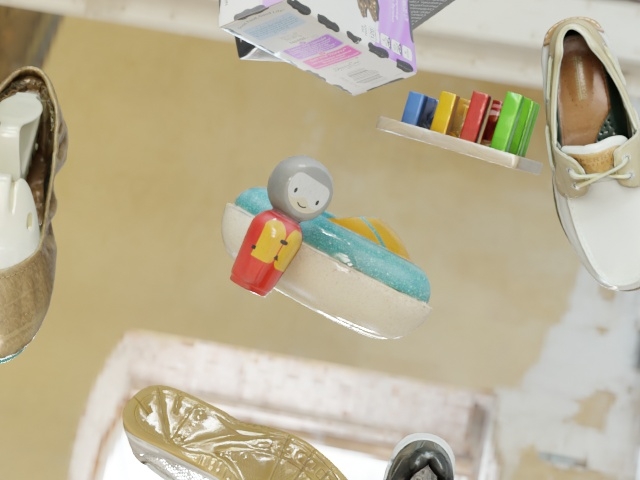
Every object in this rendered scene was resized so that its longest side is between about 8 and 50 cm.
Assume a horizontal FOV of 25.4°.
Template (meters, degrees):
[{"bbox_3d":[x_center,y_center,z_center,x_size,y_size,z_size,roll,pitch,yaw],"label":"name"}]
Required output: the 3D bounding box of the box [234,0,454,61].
[{"bbox_3d":[0.053,-0.427,1.734,0.395,0.212,0.293,-30,68,53],"label":"box"}]

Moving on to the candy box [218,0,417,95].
[{"bbox_3d":[-0.005,-0.233,1.201,0.196,0.070,0.164,18,-118,-52],"label":"candy box"}]

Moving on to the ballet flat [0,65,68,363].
[{"bbox_3d":[-0.296,-0.046,1.340,0.342,0.116,0.124,-87,6,-46],"label":"ballet flat"}]

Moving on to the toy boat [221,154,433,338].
[{"bbox_3d":[0.000,0.000,1.553,0.148,0.268,0.318,-63,-19,2],"label":"toy boat"}]

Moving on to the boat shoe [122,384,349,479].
[{"bbox_3d":[-0.080,0.247,1.470,0.098,0.277,0.096,-48,-23,-37],"label":"boat shoe"}]

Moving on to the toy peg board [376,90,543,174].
[{"bbox_3d":[0.167,-0.135,1.580,0.161,0.161,0.079,1,-73,-72],"label":"toy peg board"}]

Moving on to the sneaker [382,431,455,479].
[{"bbox_3d":[0.075,0.287,1.272,0.106,0.078,0.234,87,-164,-81],"label":"sneaker"}]

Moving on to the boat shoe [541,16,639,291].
[{"bbox_3d":[0.292,-0.089,1.517,0.103,0.113,0.302,-7,-98,-76],"label":"boat shoe"}]
